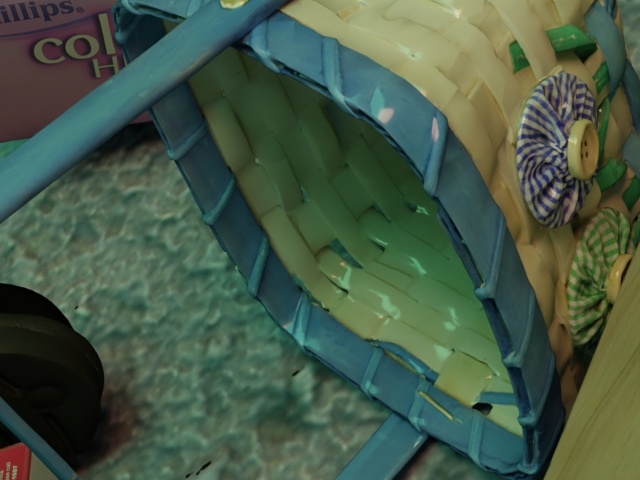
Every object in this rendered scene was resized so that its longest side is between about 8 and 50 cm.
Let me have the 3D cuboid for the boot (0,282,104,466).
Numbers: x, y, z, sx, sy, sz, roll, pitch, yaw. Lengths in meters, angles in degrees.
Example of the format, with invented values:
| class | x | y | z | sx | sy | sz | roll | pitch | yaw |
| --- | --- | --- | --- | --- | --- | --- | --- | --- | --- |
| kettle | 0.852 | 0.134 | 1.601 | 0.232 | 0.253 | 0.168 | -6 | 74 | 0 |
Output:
| class | x | y | z | sx | sy | sz | roll | pitch | yaw |
| --- | --- | --- | --- | --- | --- | --- | --- | --- | --- |
| boot | -0.263 | 0.020 | 0.905 | 0.348 | 0.131 | 0.260 | -17 | 53 | 24 |

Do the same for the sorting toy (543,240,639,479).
| class | x | y | z | sx | sy | sz | roll | pitch | yaw |
| --- | --- | --- | --- | --- | --- | --- | --- | --- | --- |
| sorting toy | 0.213 | 0.085 | 0.564 | 0.255 | 0.089 | 0.257 | 6 | 62 | 43 |

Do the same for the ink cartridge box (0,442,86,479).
| class | x | y | z | sx | sy | sz | roll | pitch | yaw |
| --- | --- | --- | --- | --- | --- | --- | --- | --- | --- |
| ink cartridge box | -0.185 | 0.172 | 0.798 | 0.150 | 0.063 | 0.109 | -19 | 52 | 22 |

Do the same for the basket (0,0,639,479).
| class | x | y | z | sx | sy | sz | roll | pitch | yaw |
| --- | --- | --- | --- | --- | --- | --- | --- | --- | --- |
| basket | 0.000 | 0.000 | 0.666 | 0.289 | 0.255 | 0.201 | -43 | 46 | -14 |

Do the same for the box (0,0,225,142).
| class | x | y | z | sx | sy | sz | roll | pitch | yaw |
| --- | --- | --- | --- | --- | --- | --- | --- | --- | --- |
| box | -0.086 | -0.194 | 0.916 | 0.213 | 0.117 | 0.243 | -7 | 55 | 14 |
